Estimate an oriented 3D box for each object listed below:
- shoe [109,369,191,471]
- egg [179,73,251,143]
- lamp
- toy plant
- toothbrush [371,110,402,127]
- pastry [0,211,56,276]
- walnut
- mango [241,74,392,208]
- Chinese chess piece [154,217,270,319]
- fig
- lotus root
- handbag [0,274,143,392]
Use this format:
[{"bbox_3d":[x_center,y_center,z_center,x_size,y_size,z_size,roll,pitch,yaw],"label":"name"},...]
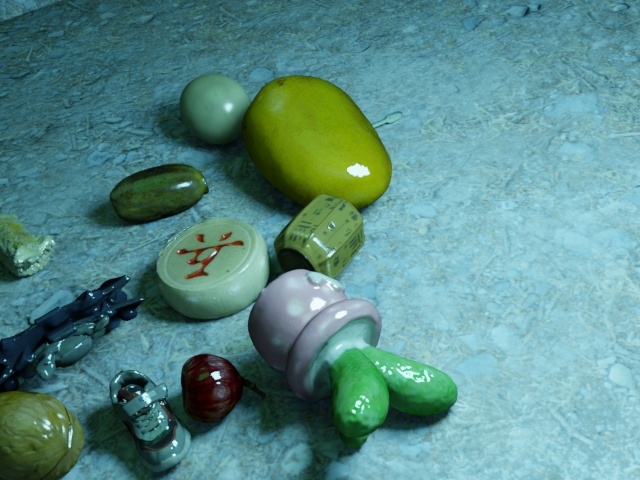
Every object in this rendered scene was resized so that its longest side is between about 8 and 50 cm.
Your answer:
[{"bbox_3d":[-0.310,0.302,1.376,0.099,0.125,0.227,-27,41,-22],"label":"shoe"},{"bbox_3d":[-0.288,-0.360,2.100,0.186,0.186,0.241,-32,43,-23],"label":"egg"},{"bbox_3d":[0.000,0.000,1.638,0.161,0.161,0.185,20,49,32],"label":"lamp"},{"bbox_3d":[0.025,0.206,1.324,0.317,0.211,0.356,6,30,-52],"label":"toy plant"},{"bbox_3d":[0.090,-0.287,2.051,0.294,0.026,0.028,-24,23,-16],"label":"toothbrush"},{"bbox_3d":[-0.729,0.007,1.847,0.258,0.089,0.121,25,56,34],"label":"pastry"},{"bbox_3d":[-0.513,0.344,1.339,0.207,0.167,0.167,3,42,24],"label":"walnut"},{"bbox_3d":[-0.008,-0.228,1.856,0.300,0.232,0.446,-27,54,-23],"label":"mango"},{"bbox_3d":[-0.231,0.058,1.663,0.249,0.103,0.250,-8,40,7],"label":"Chinese chess piece"},{"bbox_3d":[-0.188,0.270,1.392,0.150,0.128,0.128,12,45,17],"label":"fig"},{"bbox_3d":[-0.400,-0.120,1.896,0.241,0.123,0.124,-19,49,-6],"label":"lotus root"},{"bbox_3d":[-0.504,0.186,1.488,0.325,0.118,0.269,-33,5,-22],"label":"handbag"}]
